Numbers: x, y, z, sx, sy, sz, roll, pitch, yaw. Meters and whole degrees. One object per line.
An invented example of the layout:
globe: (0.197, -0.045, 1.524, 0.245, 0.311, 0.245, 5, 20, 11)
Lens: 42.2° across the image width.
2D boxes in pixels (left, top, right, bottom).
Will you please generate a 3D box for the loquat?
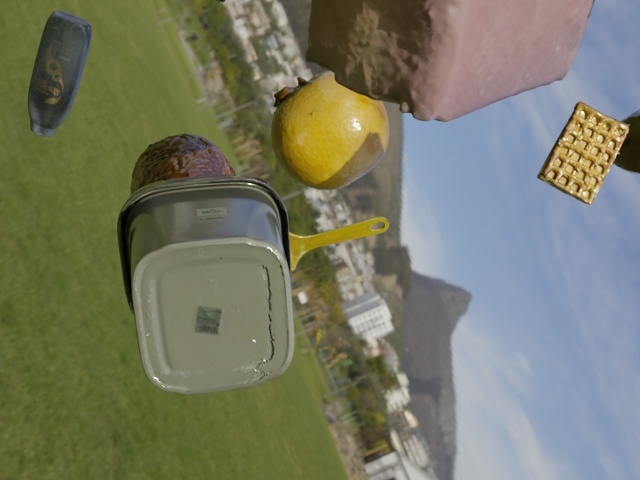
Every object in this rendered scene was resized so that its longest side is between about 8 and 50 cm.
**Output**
loquat: (0.013, -0.247, 1.844, 0.275, 0.275, 0.275, 157, -90, -88)

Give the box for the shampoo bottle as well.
shampoo bottle: (-0.492, -0.305, 1.546, 0.049, 0.087, 0.233, -75, -171, -66)

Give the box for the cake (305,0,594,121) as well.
cake: (0.149, -0.291, 0.937, 0.237, 0.309, 0.230, 29, -55, 34)

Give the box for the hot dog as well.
hot dog: (-0.233, -0.023, 1.419, 0.387, 0.174, 0.267, -112, -150, -55)

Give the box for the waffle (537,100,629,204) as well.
waffle: (0.432, -0.143, 1.364, 0.102, 0.148, 0.042, 28, -1, 0)

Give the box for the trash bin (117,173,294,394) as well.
trash bin: (-0.131, 0.050, 0.981, 0.250, 0.220, 0.219, -120, -156, -71)

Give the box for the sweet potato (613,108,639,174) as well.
sweet potato: (0.690, -0.204, 1.611, 0.370, 0.158, 0.158, 0, -61, 47)

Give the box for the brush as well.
brush: (0.000, 0.000, 1.189, 0.011, 0.205, 0.083, -108, -177, -51)
